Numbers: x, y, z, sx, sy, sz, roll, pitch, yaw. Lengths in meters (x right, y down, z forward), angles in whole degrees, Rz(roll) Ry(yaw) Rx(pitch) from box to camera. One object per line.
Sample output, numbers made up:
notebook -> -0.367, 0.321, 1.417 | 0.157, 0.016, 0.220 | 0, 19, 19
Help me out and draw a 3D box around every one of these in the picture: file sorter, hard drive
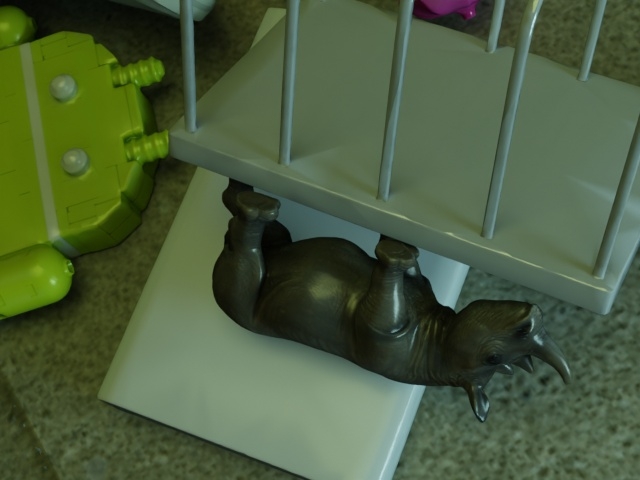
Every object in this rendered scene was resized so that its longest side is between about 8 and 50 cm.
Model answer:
file sorter -> 0.076, -0.124, 0.680 | 0.277, 0.173, 0.193 | 20, 45, 18
hard drive -> 0.000, 0.000, 0.804 | 0.203, 0.040, 0.307 | 17, 76, 18

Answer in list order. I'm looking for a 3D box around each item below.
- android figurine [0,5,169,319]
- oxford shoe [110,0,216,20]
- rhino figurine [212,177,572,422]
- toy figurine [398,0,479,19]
android figurine -> -0.235, -0.059, 0.873 | 0.273, 0.056, 0.248 | -16, 68, 9
oxford shoe -> -0.272, -0.240, 0.898 | 0.449, 0.169, 0.130 | 26, 96, 20
rhino figurine -> 0.037, 0.037, 0.712 | 0.243, 0.106, 0.073 | 21, 35, 18
toy figurine -> 0.065, -0.231, 0.823 | 0.159, 0.173, 0.130 | 33, 44, 9
